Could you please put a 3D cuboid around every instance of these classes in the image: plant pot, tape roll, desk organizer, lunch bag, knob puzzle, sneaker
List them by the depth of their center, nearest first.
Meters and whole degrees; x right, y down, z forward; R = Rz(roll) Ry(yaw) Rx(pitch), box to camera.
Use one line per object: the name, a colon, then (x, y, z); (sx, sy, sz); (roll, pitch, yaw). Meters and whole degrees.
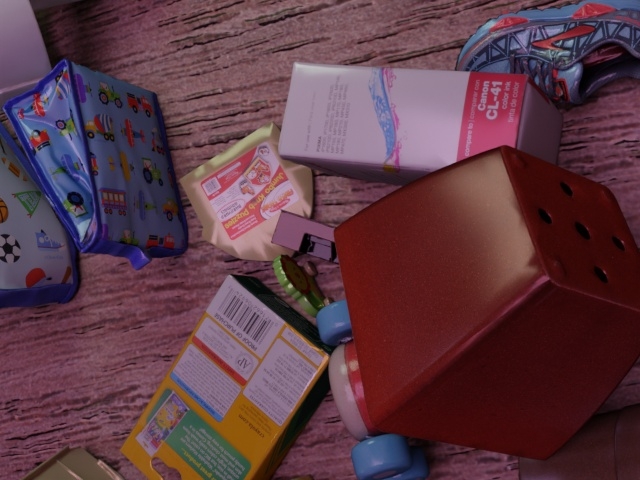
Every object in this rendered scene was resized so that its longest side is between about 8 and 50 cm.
plant pot: (0.204, 0.055, 1.026); (0.236, 0.267, 0.267); (-45, 41, 38)
plant pot: (0.335, 0.278, 1.120); (0.165, 0.167, 0.167); (-13, 80, 32)
sneaker: (0.293, -0.227, 1.180); (0.262, 0.104, 0.125); (-13, 52, 23)
desk organizer: (0.000, 0.000, 1.338); (0.130, 0.047, 0.050); (18, 90, 14)
knob puzzle: (-0.092, -0.053, 1.404); (0.213, 0.030, 0.213); (-2, 82, 12)
lunch bag: (-0.307, -0.093, 1.408); (0.138, 0.221, 0.293); (-30, 74, 20)
lunch bag: (-0.601, -0.035, 1.482); (0.385, 0.328, 0.239); (48, 110, 19)
tape roll: (-0.516, -0.351, 1.494); (0.100, 0.286, 0.286); (-22, 73, -17)

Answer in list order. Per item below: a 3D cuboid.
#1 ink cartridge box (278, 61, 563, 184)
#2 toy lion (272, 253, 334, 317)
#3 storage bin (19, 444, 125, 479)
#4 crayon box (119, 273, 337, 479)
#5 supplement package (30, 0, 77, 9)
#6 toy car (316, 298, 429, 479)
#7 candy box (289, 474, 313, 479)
ink cartridge box: (0.133, -0.136, 1.204); (0.306, 0.226, 0.131); (10, 90, 25)
toy lion: (-0.028, 0.065, 1.333); (0.034, 0.096, 0.100); (-36, 73, 18)
storage bin: (-0.440, 0.470, 1.409); (0.123, 0.260, 0.262); (36, 102, 5)
crayon box: (-0.128, 0.238, 1.374); (0.203, 0.083, 0.323); (37, 101, 23)
supplement package: (-0.422, -0.511, 1.487); (0.149, 0.194, 0.203); (-16, 77, -11)
toy car: (0.144, 0.173, 1.201); (0.238, 0.210, 0.219); (-20, 66, 10)
candy box: (-0.141, 0.460, 1.306); (0.316, 0.183, 0.087); (-43, 69, 16)
